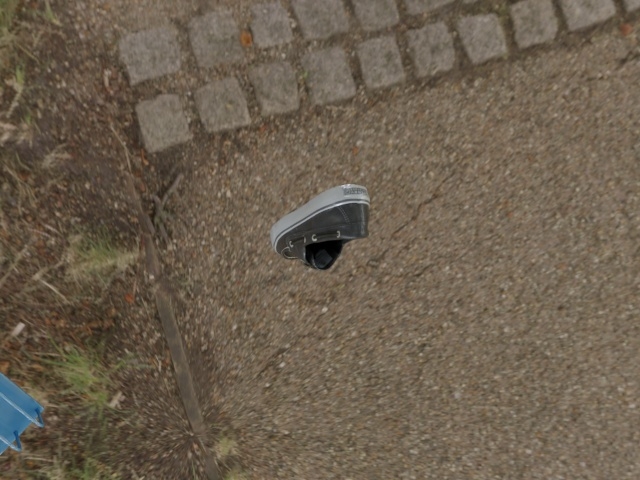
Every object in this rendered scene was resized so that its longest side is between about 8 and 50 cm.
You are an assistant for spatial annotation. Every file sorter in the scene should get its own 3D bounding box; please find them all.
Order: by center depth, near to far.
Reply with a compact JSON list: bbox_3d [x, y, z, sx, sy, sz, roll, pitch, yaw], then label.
[{"bbox_3d":[-0.452,0.253,0.919,0.170,0.104,0.118,-48,112,-17],"label":"file sorter"}]

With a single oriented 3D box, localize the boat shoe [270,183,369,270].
[{"bbox_3d":[0.000,0.000,0.917,0.080,0.228,0.076,-1,75,-29],"label":"boat shoe"}]
